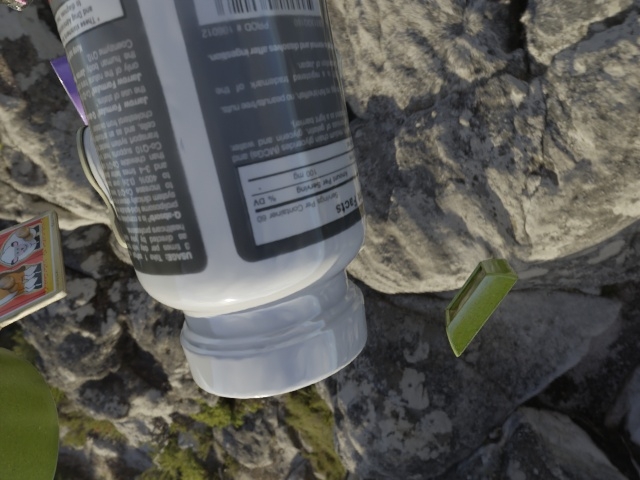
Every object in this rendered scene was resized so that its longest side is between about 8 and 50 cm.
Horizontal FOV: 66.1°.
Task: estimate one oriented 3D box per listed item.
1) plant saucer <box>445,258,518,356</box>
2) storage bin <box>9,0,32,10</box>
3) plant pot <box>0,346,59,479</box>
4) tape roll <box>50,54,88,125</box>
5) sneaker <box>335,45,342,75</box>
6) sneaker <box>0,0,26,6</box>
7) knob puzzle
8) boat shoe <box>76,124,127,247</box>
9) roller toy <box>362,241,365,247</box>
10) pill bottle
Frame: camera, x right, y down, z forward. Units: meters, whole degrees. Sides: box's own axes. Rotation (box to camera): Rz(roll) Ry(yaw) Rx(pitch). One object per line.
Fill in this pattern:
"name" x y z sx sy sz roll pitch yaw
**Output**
"plant saucer" 0.305 0.117 0.981 0.045 0.188 0.188 34 104 7
"storage bin" -0.789 -0.710 1.276 0.122 0.180 0.084 29 159 -10
"plant pot" -0.431 0.187 0.407 0.274 0.275 0.293 12 156 11
"tape roll" -0.650 -0.412 1.346 0.080 0.189 0.189 -29 106 -18
"sneaker" -0.080 -0.300 0.626 0.131 0.350 0.148 -27 139 2
"sneaker" -0.523 -0.387 0.767 0.057 0.119 0.047 -35 82 23
"knob puzzle" -0.441 0.047 0.649 0.213 0.213 0.030 2 142 16
"boat shoe" -0.457 -0.131 1.152 0.103 0.113 0.302 -10 114 17
"roller toy" 0.000 0.000 1.201 0.191 0.209 0.146 -36 83 39
"pill bottle" -0.075 -0.067 0.426 0.210 0.210 0.363 -6 105 19
